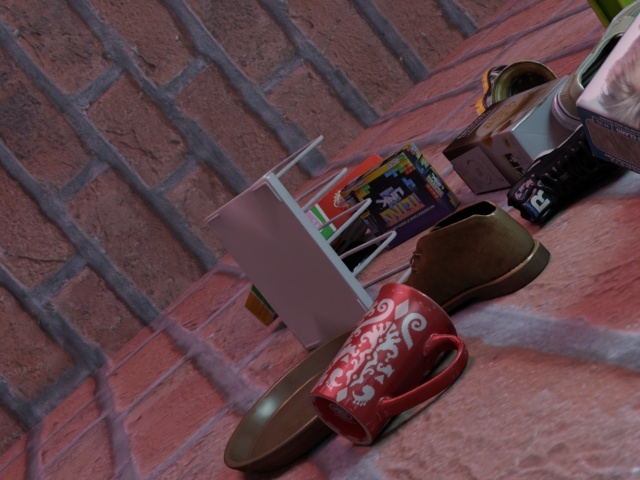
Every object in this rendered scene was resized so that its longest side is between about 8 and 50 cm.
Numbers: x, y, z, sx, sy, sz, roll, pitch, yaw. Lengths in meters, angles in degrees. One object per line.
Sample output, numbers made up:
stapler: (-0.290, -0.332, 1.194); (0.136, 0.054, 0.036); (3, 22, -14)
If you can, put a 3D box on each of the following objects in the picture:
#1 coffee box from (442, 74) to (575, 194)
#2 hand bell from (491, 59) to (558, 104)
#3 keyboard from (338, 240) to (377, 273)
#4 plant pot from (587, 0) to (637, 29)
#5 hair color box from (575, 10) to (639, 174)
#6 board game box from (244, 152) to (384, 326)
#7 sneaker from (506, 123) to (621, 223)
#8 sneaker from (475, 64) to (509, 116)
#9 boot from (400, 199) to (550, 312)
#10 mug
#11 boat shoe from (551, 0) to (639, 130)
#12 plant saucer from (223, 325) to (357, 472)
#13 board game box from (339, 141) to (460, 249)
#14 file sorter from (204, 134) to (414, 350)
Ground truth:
coffee box: (0.320, -0.165, 1.695); (0.141, 0.098, 0.246); (-43, 10, -17)
hand bell: (0.409, -0.282, 1.964); (0.126, 0.126, 0.242); (-36, -3, 25)
keyboard: (0.028, 0.076, 1.975); (0.192, 0.038, 0.100); (-45, 31, -20)
plant pot: (0.582, -0.506, 1.877); (0.207, 0.227, 0.228); (-33, 10, 9)
hair color box: (0.418, -0.209, 1.002); (0.174, 0.105, 0.347); (30, 80, 34)
board game box: (0.000, 0.000, 2.012); (0.316, 0.064, 0.242); (-43, -12, -31)
sneaker: (0.326, -0.080, 1.388); (0.121, 0.079, 0.217); (-48, 4, -23)
sneaker: (0.385, -0.309, 2.170); (0.083, 0.084, 0.215); (-32, 22, 34)
boot: (0.158, 0.034, 1.388); (0.305, 0.115, 0.112); (-31, 15, 49)
mug: (0.077, 0.144, 1.219); (0.169, 0.113, 0.150); (-49, 10, -25)
boat shoe: (0.464, -0.278, 1.570); (0.302, 0.109, 0.094); (-47, -5, -24)
plant saucer: (-0.018, 0.222, 1.437); (0.278, 0.041, 0.278); (-39, 10, 8)
board game box: (0.140, -0.077, 1.865); (0.170, 0.141, 0.048); (-32, 11, 42)
file sorter: (-0.006, 0.001, 1.697); (0.193, 0.277, 0.173); (-29, 11, 50)
